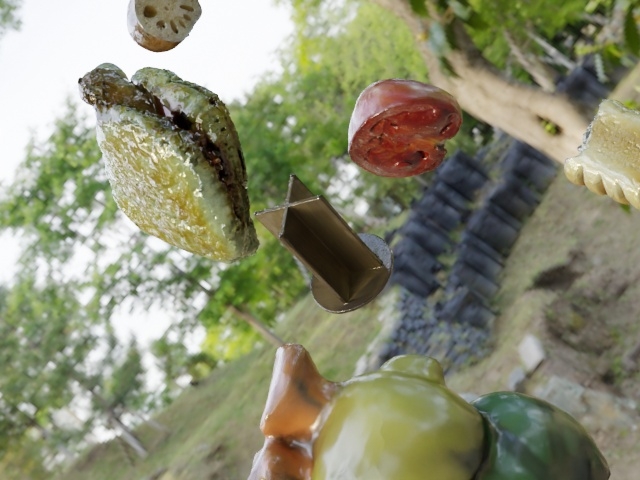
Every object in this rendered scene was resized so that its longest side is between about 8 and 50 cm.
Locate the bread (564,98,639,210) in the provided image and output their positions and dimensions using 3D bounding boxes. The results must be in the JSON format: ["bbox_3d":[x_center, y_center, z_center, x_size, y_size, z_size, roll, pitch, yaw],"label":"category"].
[{"bbox_3d":[0.391,-0.102,1.264,0.119,0.177,0.084,-53,-42,-2],"label":"bread"}]

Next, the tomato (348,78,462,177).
[{"bbox_3d":[0.150,-0.230,1.873,0.233,0.200,0.139,121,148,-50],"label":"tomato"}]

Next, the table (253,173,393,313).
[{"bbox_3d":[0.000,0.000,1.719,0.167,0.167,0.226,-53,-47,-10],"label":"table"}]

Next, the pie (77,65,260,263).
[{"bbox_3d":[-0.266,-0.118,1.901,0.180,0.395,0.418,-41,-36,-28],"label":"pie"}]

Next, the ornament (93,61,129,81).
[{"bbox_3d":[-0.408,-0.297,2.055,0.081,0.156,0.075,-45,2,41],"label":"ornament"}]

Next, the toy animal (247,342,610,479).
[{"bbox_3d":[0.100,0.217,0.919,0.191,0.338,0.216,115,168,-81],"label":"toy animal"}]

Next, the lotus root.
[{"bbox_3d":[-0.268,-0.379,1.666,0.081,0.112,0.122,-12,44,58],"label":"lotus root"}]
